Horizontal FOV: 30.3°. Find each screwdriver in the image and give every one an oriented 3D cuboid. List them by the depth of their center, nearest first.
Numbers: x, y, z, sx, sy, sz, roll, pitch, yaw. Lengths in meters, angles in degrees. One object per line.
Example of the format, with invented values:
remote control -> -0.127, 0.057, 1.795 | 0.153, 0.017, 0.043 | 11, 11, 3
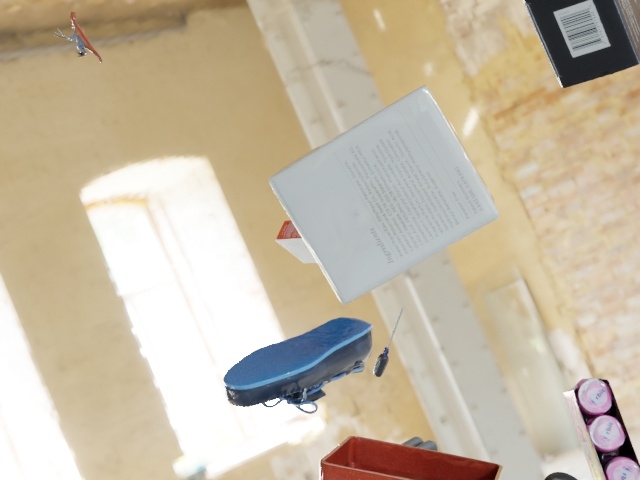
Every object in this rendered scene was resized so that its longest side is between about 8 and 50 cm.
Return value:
screwdriver -> 0.139, 0.209, 2.428 | 0.025, 0.024, 0.170 | -4, -57, -31

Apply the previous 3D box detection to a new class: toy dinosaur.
toy dinosaur -> -0.433, -0.377, 2.152 | 0.090, 0.047, 0.082 | 16, -34, -1

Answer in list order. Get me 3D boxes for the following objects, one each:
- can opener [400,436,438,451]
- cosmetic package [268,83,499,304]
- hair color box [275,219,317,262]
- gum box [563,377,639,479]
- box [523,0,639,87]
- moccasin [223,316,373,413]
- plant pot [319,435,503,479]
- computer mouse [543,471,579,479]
can opener -> 0.116, 0.464, 2.285 | 0.280, 0.093, 0.074 | -26, 23, -38
cosmetic package -> 0.068, -0.051, 1.223 | 0.183, 0.151, 0.151 | -30, 3, 8
hair color box -> 0.000, 0.000, 2.376 | 0.167, 0.093, 0.053 | -1, 57, 49
gum box -> 0.446, 0.308, 1.867 | 0.062, 0.189, 0.107 | -18, -10, 0
box -> 0.344, -0.323, 1.535 | 0.108, 0.153, 0.207 | -15, 31, 27
moccasin -> -0.021, 0.237, 2.066 | 0.342, 0.117, 0.137 | -17, 25, -39
plant pot -> 0.134, 0.469, 1.889 | 0.267, 0.236, 0.267 | 10, 2, 12
computer mouse -> 0.290, 0.442, 1.644 | 0.184, 0.262, 0.060 | 19, -32, -18
